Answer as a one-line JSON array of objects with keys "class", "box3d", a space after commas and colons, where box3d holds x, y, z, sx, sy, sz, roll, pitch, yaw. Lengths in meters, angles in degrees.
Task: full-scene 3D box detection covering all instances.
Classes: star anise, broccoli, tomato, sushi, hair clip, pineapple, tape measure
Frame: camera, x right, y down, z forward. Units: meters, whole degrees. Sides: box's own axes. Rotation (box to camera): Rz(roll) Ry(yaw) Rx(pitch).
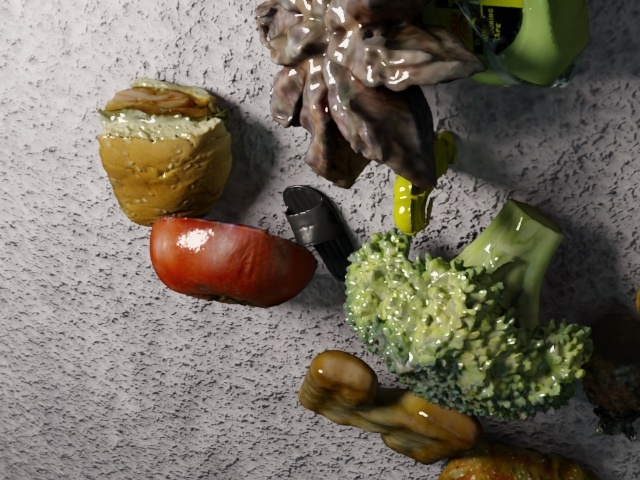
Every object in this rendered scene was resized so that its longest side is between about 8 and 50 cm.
[{"class": "star anise", "box3d": [0.027, -0.196, 0.810, 0.331, 0.117, 0.332, 33, 130, 50]}, {"class": "broccoli", "box3d": [0.171, 0.091, 0.947, 0.288, 0.235, 0.260, 26, 132, -14]}, {"class": "tomato", "box3d": [-0.116, 0.039, 1.059, 0.225, 0.085, 0.225, 8, 165, 2]}, {"class": "sushi", "box3d": [0.258, 0.370, 1.155, 0.274, 0.139, 0.184, 20, 137, -6]}, {"class": "hair clip", "box3d": [0.110, -0.067, 0.898, 0.046, 0.173, 0.072, 2, 126, 21]}, {"class": "pineapple", "box3d": [0.372, 0.182, 1.025, 0.108, 0.108, 0.198, 5, 138, 19]}, {"class": "tape measure", "box3d": [0.177, -0.238, 0.789, 0.175, 0.106, 0.200, 10, 132, 40]}]

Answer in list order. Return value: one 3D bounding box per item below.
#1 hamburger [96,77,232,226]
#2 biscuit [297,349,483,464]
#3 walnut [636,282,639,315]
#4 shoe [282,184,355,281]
[{"class": "hamburger", "box3d": [-0.190, -0.084, 1.039, 0.155, 0.135, 0.208, 16, 131, 13]}, {"class": "biscuit", "box3d": [0.084, 0.231, 1.122, 0.237, 0.062, 0.291, 24, 162, 5]}, {"class": "walnut", "box3d": [0.416, 0.066, 0.944, 0.091, 0.052, 0.121, -25, 113, 33]}, {"class": "shoe", "box3d": [0.000, 0.000, 1.072, 0.062, 0.053, 0.159, -15, 119, 34]}]
